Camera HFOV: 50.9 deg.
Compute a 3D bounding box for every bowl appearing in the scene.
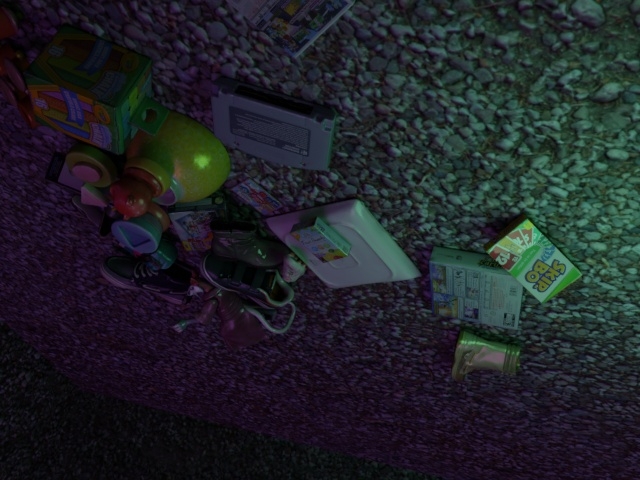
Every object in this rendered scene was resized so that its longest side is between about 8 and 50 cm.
[{"bbox_3d":[-0.398,-0.187,1.760,0.289,0.156,0.289,16,147,10],"label":"bowl"}]

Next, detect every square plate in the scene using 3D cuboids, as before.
[{"bbox_3d":[0.059,0.032,1.911,0.344,0.049,0.347,-11,135,39],"label":"square plate"}]

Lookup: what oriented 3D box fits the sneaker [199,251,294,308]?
[{"bbox_3d":[-0.222,0.117,2.133,0.321,0.126,0.127,29,153,-31],"label":"sneaker"}]

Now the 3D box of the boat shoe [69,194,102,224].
[{"bbox_3d":[-0.771,-0.097,2.209,0.038,0.046,0.125,-17,128,44],"label":"boat shoe"}]

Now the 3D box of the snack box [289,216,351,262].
[{"bbox_3d":[0.000,0.000,1.818,0.100,0.037,0.141,-18,130,44],"label":"snack box"}]

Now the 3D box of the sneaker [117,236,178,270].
[{"bbox_3d":[-0.533,0.009,2.141,0.178,0.124,0.295,36,156,-14],"label":"sneaker"}]

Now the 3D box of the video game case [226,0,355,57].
[{"bbox_3d":[-0.061,-0.462,1.284,0.183,0.023,0.201,36,144,-21],"label":"video game case"}]

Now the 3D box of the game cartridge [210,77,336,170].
[{"bbox_3d":[-0.111,-0.263,1.577,0.294,0.060,0.196,18,144,6],"label":"game cartridge"}]

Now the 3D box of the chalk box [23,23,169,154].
[{"bbox_3d":[-0.506,-0.340,1.579,0.288,0.180,0.179,21,148,0],"label":"chalk box"}]

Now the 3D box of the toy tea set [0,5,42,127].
[{"bbox_3d":[-0.727,-0.431,1.672,0.200,0.124,0.336,48,154,14],"label":"toy tea set"}]

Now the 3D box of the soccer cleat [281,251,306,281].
[{"bbox_3d":[-0.084,0.088,1.986,0.068,0.076,0.196,43,175,11],"label":"soccer cleat"}]

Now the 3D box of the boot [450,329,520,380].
[{"bbox_3d":[0.521,0.385,2.119,0.203,0.095,0.262,11,142,14],"label":"boot"}]

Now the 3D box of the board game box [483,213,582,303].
[{"bbox_3d":[0.524,0.054,1.635,0.259,0.039,0.124,38,112,-27],"label":"board game box"}]

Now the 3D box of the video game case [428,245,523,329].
[{"bbox_3d":[0.425,0.132,1.831,0.244,0.061,0.270,9,145,18],"label":"video game case"}]

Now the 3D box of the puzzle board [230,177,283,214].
[{"bbox_3d":[-0.177,-0.118,1.864,0.128,0.011,0.096,39,144,-24],"label":"puzzle board"}]

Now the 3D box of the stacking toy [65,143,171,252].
[{"bbox_3d":[-0.529,-0.091,1.705,0.279,0.130,0.309,19,146,4],"label":"stacking toy"}]

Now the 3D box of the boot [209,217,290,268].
[{"bbox_3d":[-0.200,0.005,1.939,0.246,0.084,0.161,5,149,-10],"label":"boot"}]

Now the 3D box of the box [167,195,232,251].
[{"bbox_3d":[-0.339,-0.045,1.960,0.159,0.044,0.233,-5,152,0],"label":"box"}]

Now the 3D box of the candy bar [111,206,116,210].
[{"bbox_3d":[-0.666,-0.150,2.039,0.161,0.018,0.040,43,126,15],"label":"candy bar"}]

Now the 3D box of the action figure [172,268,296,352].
[{"bbox_3d":[-0.304,0.226,2.223,0.275,0.248,0.370,-5,142,34],"label":"action figure"}]

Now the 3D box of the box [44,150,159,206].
[{"bbox_3d":[-0.612,-0.157,1.922,0.289,0.087,0.169,22,-178,-1],"label":"box"}]

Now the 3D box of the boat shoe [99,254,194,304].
[{"bbox_3d":[-0.598,0.104,2.351,0.340,0.127,0.158,18,142,-9],"label":"boat shoe"}]

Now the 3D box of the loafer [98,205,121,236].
[{"bbox_3d":[-0.639,-0.085,2.112,0.096,0.084,0.267,32,146,-12],"label":"loafer"}]

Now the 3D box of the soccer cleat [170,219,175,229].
[{"bbox_3d":[-0.446,-0.045,2.116,0.083,0.029,0.036,14,156,18],"label":"soccer cleat"}]
